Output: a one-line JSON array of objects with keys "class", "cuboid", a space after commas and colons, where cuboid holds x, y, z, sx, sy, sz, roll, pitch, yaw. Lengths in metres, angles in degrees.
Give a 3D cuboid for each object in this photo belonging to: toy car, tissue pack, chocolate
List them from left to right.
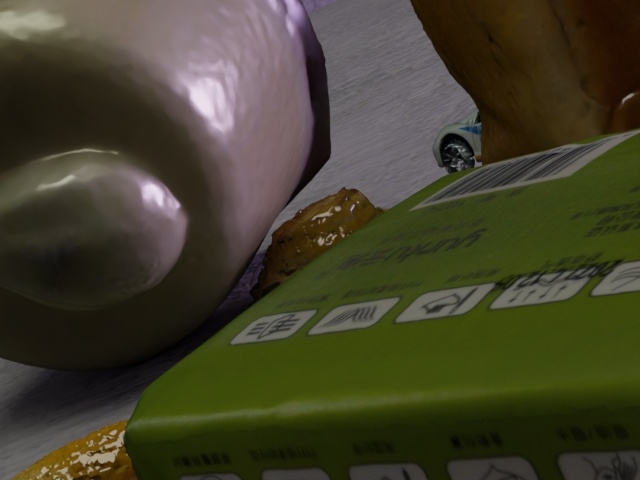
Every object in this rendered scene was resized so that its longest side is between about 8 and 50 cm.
[{"class": "chocolate", "cuboid": [-0.184, -0.058, 1.398, 0.326, 0.314, 0.297, -34, 17, 37]}, {"class": "toy car", "cuboid": [0.155, -0.082, 1.360, 0.095, 0.056, 0.205, -18, 7, -33]}, {"class": "tissue pack", "cuboid": [0.114, 0.062, 0.583, 0.274, 0.167, 0.200, -9, 21, 49]}]

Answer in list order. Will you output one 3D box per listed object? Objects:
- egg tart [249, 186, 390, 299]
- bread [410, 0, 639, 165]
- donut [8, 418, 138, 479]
[{"class": "egg tart", "cuboid": [0.000, 0.000, 1.378, 0.128, 0.049, 0.129, -25, 10, 5]}, {"class": "bread", "cuboid": [0.128, -0.090, 0.916, 0.132, 0.294, 0.167, -22, 14, -10]}, {"class": "donut", "cuboid": [-0.083, 0.132, 0.903, 0.190, 0.075, 0.174, -19, 13, 26]}]
